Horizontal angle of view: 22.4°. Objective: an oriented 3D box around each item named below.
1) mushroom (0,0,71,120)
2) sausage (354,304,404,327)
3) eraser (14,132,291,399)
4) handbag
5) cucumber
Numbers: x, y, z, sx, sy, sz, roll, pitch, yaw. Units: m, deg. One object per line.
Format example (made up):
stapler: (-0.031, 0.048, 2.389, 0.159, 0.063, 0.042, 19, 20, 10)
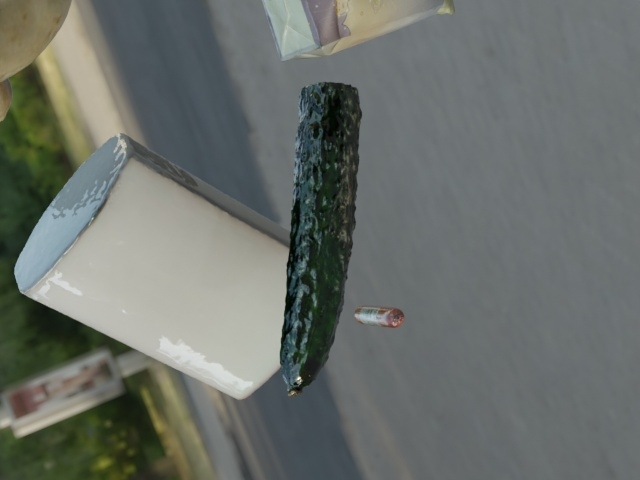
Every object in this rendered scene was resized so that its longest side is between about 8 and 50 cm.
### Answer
mushroom: (-0.288, -0.192, 1.227, 0.209, 0.206, 0.206, 63, -178, -79)
sausage: (0.082, 0.107, 2.292, 0.223, 0.029, 0.029, 175, 73, -78)
eraser: (-0.134, 0.031, 1.554, 0.270, 0.174, 0.095, 30, -163, -31)
handbag: (0.026, -0.219, 1.319, 0.095, 0.173, 0.117, -8, 100, 53)
cucumber: (0.000, 0.000, 1.491, 0.067, 0.067, 0.294, 118, 157, -76)
